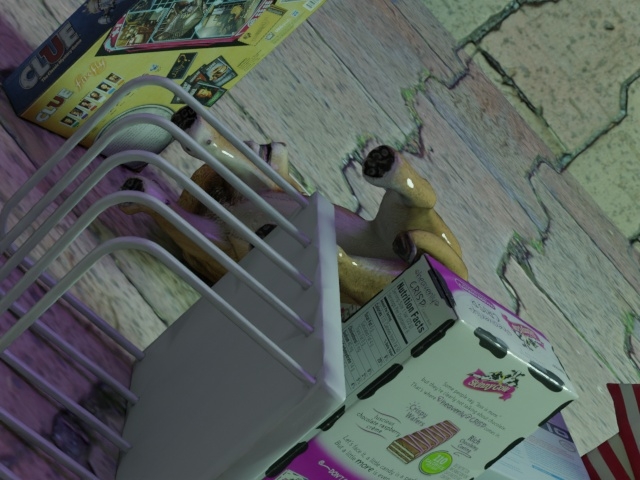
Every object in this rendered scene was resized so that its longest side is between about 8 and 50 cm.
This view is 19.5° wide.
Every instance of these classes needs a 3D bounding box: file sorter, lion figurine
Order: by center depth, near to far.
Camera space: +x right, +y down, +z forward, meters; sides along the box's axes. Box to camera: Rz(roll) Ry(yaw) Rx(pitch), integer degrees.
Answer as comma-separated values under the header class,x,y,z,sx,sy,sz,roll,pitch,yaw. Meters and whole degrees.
class,x,y,z,sx,sy,sz,roll,pitch,yaw
file sorter,-0.115,0.044,1.203,0.173,0.193,0.277,41,18,-18
lion figurine,0.000,0.000,1.495,0.392,0.142,0.240,27,-8,46

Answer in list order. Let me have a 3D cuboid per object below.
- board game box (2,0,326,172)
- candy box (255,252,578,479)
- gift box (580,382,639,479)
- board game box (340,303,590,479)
class,x,y,z,sx,sy,sz,roll,pitch,yaw
board game box,-0.124,-0.171,1.557,0.165,0.243,0.042,27,27,-54
candy box,0.045,0.131,1.341,0.159,0.233,0.071,34,23,-44
gift box,0.313,0.287,1.691,0.276,0.255,0.258,55,8,30
board game box,0.101,0.140,1.641,0.224,0.097,0.303,28,25,-24
